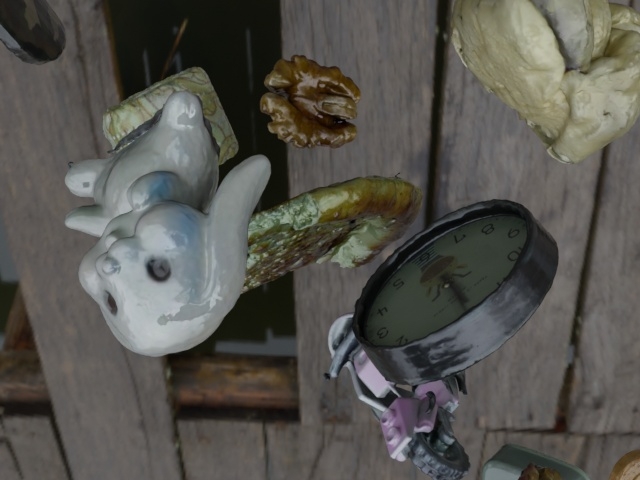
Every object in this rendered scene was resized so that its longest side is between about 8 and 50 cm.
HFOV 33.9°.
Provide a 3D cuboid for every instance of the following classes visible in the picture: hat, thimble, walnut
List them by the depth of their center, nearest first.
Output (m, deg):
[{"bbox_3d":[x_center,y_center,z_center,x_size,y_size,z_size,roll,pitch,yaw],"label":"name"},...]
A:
[{"bbox_3d":[-0.451,-0.447,1.463,0.257,0.366,0.382,-43,147,15],"label":"hat"},{"bbox_3d":[-0.229,-0.159,1.566,0.191,0.137,0.143,-22,106,20],"label":"thimble"},{"bbox_3d":[-0.020,-0.205,1.601,0.170,0.142,0.069,13,170,-32],"label":"walnut"}]

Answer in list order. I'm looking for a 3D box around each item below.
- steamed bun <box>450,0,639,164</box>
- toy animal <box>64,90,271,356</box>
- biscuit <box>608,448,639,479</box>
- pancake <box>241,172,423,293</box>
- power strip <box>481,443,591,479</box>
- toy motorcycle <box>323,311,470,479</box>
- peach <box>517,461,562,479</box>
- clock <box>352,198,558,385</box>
[{"bbox_3d":[0.374,-0.309,1.622,0.230,0.325,0.372,-44,112,-8],"label":"steamed bun"},{"bbox_3d":[-0.182,-0.003,1.182,0.249,0.289,0.174,-14,141,43],"label":"toy animal"},{"bbox_3d":[0.450,0.358,1.448,0.144,0.040,0.236,29,91,-27],"label":"biscuit"},{"bbox_3d":[0.005,-0.002,1.437,0.305,0.066,0.427,-24,170,-10],"label":"pancake"},{"bbox_3d":[0.228,0.362,1.246,0.194,0.059,0.264,14,120,38],"label":"power strip"},{"bbox_3d":[0.102,0.201,1.449,0.188,0.327,0.143,29,112,-19],"label":"toy motorcycle"},{"bbox_3d":[0.151,0.376,0.802,0.353,0.417,0.339,-21,102,55],"label":"peach"},{"bbox_3d":[0.107,0.038,0.865,0.185,0.184,0.040,-30,114,25],"label":"clock"}]
